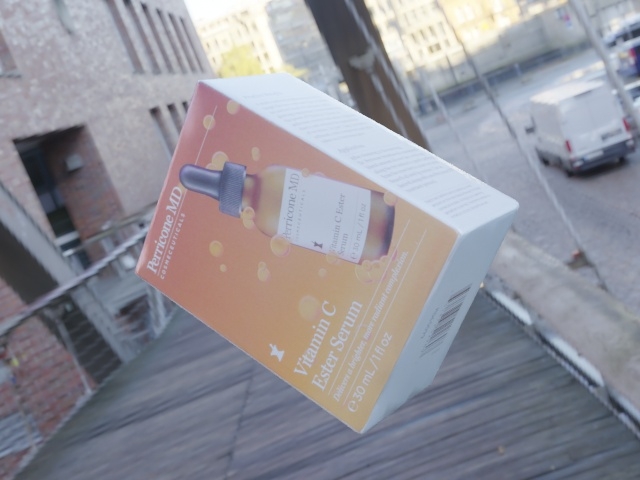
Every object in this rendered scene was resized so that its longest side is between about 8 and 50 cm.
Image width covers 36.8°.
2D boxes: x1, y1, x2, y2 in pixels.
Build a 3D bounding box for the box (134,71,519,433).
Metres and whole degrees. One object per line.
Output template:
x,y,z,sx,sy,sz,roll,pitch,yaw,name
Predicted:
0.000,0.000,0.546,0.170,0.130,0.091,31,25,21,box
